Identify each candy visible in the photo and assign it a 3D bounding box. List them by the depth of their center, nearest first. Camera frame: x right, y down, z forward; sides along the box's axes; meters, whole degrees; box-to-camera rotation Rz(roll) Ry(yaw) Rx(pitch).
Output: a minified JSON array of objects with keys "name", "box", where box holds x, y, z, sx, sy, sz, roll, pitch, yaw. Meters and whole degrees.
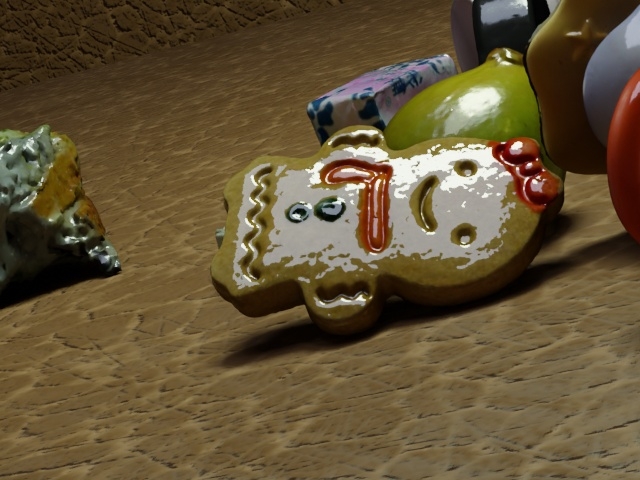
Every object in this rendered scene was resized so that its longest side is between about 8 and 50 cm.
[{"name":"candy","box":[0.065,-0.127,1.896,0.092,0.073,0.160,-10,12,36]}]

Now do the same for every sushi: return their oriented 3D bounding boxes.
[{"name":"sushi","box":[-0.305,-0.019,1.707,0.274,0.139,0.184,-12,13,18]}]

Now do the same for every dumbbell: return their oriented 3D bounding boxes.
[{"name":"dumbbell","box":[0.245,-0.163,1.612,0.218,0.152,0.152,-13,11,15]}]

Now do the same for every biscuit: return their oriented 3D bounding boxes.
[{"name":"biscuit","box":[0.042,-0.012,1.252,0.225,0.036,0.166,-2,50,13]}]

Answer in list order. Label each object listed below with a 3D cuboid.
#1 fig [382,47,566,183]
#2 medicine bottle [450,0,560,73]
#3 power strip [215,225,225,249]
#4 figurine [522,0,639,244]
[{"name":"fig","box":[0.108,-0.055,1.366,0.136,0.121,0.153,9,41,37]},{"name":"medicine bottle","box":[0.263,-0.214,1.893,0.249,0.133,0.133,-19,11,-14]},{"name":"power strip","box":[0.000,0.000,1.434,0.075,0.042,0.175,-25,16,-40]},{"name":"figurine","box":[0.243,-0.080,1.158,0.208,0.181,0.257,14,16,-17]}]
